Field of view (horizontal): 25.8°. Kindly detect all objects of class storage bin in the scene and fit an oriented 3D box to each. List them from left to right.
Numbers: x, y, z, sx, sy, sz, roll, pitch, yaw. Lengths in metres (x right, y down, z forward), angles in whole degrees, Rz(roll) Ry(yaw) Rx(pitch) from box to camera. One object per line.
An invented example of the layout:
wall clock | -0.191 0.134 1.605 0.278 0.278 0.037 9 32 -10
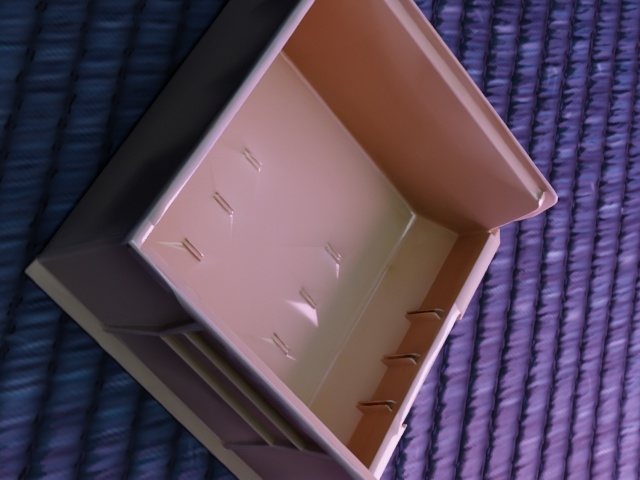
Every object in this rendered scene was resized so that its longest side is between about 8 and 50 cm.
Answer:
storage bin | 0.000 0.000 0.866 0.260 0.123 0.262 48 54 -26
